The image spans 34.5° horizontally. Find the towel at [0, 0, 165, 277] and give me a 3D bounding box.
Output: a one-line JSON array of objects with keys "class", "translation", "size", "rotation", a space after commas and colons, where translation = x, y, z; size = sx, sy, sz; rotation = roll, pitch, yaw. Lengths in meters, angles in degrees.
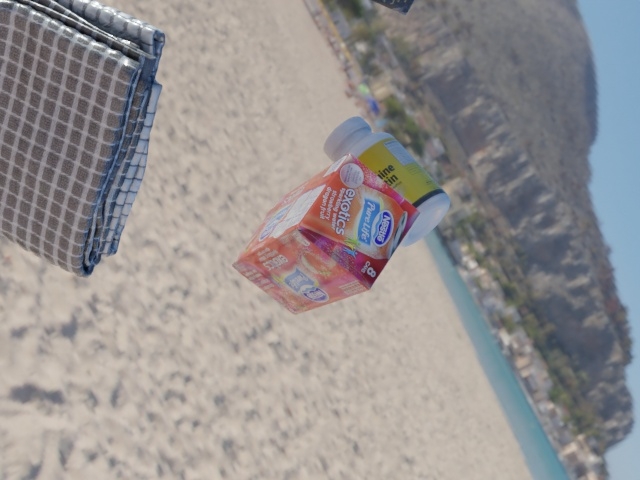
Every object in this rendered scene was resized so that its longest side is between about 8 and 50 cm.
[{"class": "towel", "translation": [-0.303, -0.127, 1.100], "size": [0.235, 0.284, 0.121], "rotation": [26, 29, 11]}]

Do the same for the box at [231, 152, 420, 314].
[{"class": "box", "translation": [0.000, 0.000, 1.338], "size": [0.122, 0.128, 0.257], "rotation": [40, -23, -11]}]

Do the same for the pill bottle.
[{"class": "pill bottle", "translation": [0.089, -0.086, 1.452], "size": [0.184, 0.103, 0.103], "rotation": [49, 2, 19]}]

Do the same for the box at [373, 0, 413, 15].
[{"class": "box", "translation": [0.095, -0.514, 1.503], "size": [0.242, 0.307, 0.076], "rotation": [15, 27, -33]}]
